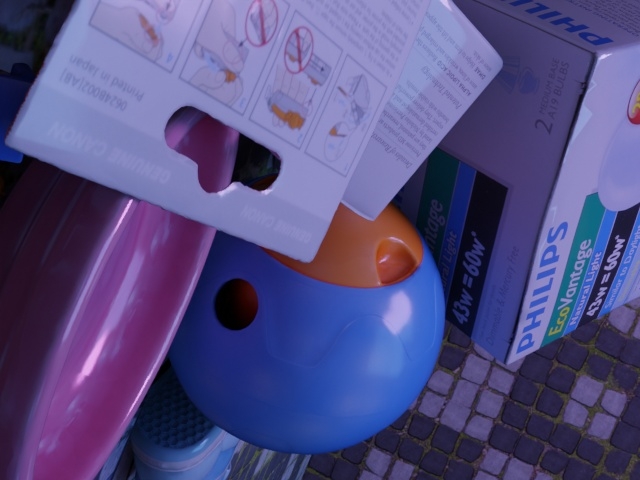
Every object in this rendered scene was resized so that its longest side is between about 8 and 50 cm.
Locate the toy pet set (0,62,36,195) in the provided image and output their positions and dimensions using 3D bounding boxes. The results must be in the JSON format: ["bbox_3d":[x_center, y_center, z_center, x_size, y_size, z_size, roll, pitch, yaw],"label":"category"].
[{"bbox_3d":[-0.184,-0.040,0.494,0.122,0.065,0.114,-37,149,-71],"label":"toy pet set"}]

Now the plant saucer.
[{"bbox_3d":[-0.159,0.033,0.659,0.332,0.084,0.332,22,90,-87],"label":"plant saucer"}]

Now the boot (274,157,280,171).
[{"bbox_3d":[0.033,-0.164,1.114,0.258,0.095,0.123,-34,-158,57],"label":"boot"}]

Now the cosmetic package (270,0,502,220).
[{"bbox_3d":[0.024,-0.148,0.809,0.184,0.151,0.151,-50,140,8],"label":"cosmetic package"}]

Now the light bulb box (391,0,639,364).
[{"bbox_3d":[0.278,-0.111,1.036,0.361,0.225,0.358,-19,132,-35],"label":"light bulb box"}]

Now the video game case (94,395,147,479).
[{"bbox_3d":[-0.263,0.264,0.848,0.275,0.035,0.248,16,98,-79],"label":"video game case"}]

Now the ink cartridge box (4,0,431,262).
[{"bbox_3d":[-0.029,-0.201,0.573,0.308,0.091,0.385,24,90,-60],"label":"ink cartridge box"}]

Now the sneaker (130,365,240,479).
[{"bbox_3d":[-0.132,0.219,1.179,0.319,0.127,0.208,-40,151,-47],"label":"sneaker"}]

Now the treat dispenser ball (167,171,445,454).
[{"bbox_3d":[-0.017,0.071,0.957,0.288,0.288,0.288,24,90,-80],"label":"treat dispenser ball"}]
